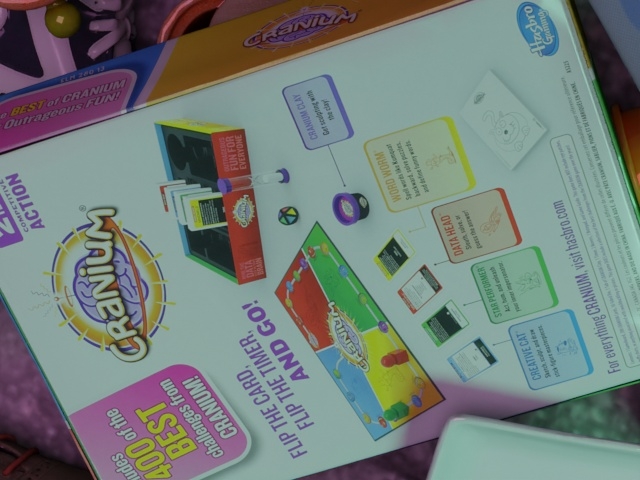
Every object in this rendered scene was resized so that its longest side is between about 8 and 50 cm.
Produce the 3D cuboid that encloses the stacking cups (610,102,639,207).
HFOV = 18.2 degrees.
[{"bbox_3d":[0.141,-0.021,1.086,0.316,0.096,0.096,-13,93,10],"label":"stacking cups"}]

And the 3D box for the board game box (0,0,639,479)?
[{"bbox_3d":[0.000,0.000,1.010,0.316,0.064,0.242,-17,120,10],"label":"board game box"}]

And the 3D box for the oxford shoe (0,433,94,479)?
[{"bbox_3d":[-0.207,0.153,1.163,0.348,0.123,0.130,-11,88,13],"label":"oxford shoe"}]

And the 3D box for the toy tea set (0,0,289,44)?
[{"bbox_3d":[-0.127,-0.194,1.010,0.336,0.124,0.200,31,96,-4],"label":"toy tea set"}]

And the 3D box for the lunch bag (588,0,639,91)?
[{"bbox_3d":[0.307,-0.158,0.922,0.328,0.385,0.239,60,147,1],"label":"lunch bag"}]

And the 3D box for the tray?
[{"bbox_3d":[0.104,0.203,1.088,0.145,0.030,0.270,10,122,-8],"label":"tray"}]

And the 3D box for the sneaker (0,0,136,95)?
[{"bbox_3d":[-0.119,-0.127,1.130,0.235,0.094,0.153,-40,94,6],"label":"sneaker"}]
